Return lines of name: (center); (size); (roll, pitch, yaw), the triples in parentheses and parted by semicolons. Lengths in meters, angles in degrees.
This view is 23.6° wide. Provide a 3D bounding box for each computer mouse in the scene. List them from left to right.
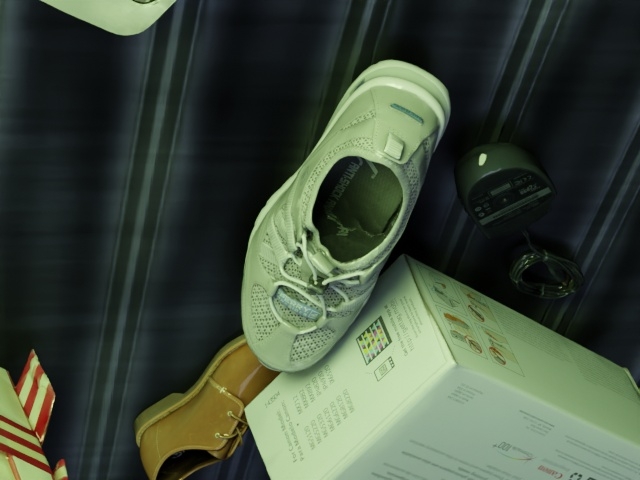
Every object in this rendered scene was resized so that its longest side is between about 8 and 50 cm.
computer mouse: (0.165, -0.016, 1.251); (0.071, 0.041, 0.242); (-25, 145, 9)

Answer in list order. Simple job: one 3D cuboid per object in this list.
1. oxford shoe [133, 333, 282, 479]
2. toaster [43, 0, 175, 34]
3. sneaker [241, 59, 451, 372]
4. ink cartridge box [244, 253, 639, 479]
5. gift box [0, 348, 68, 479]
oxford shoe: (-0.074, 0.146, 1.324); (0.076, 0.076, 0.212); (29, 121, -37)
toaster: (-0.131, -0.223, 0.858); (0.168, 0.110, 0.186); (28, 124, -38)
sneaker: (0.000, 0.000, 1.130); (0.105, 0.115, 0.281); (23, 126, 0)
ink cartridge box: (0.101, 0.190, 1.310); (0.309, 0.130, 0.272); (27, 117, -38)
gift box: (-0.345, 0.186, 1.159); (0.255, 0.276, 0.258); (-44, 130, 12)
